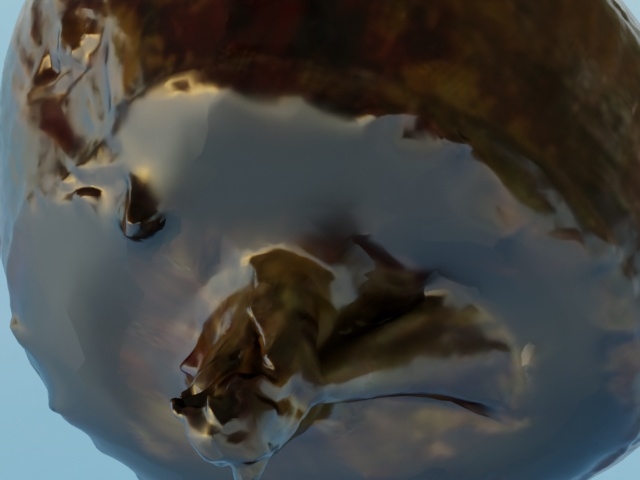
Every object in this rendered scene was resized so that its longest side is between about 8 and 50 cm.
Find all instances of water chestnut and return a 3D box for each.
[{"bbox_3d":[0.000,0.000,0.877,0.351,0.350,0.302,10,-137,11],"label":"water chestnut"}]
